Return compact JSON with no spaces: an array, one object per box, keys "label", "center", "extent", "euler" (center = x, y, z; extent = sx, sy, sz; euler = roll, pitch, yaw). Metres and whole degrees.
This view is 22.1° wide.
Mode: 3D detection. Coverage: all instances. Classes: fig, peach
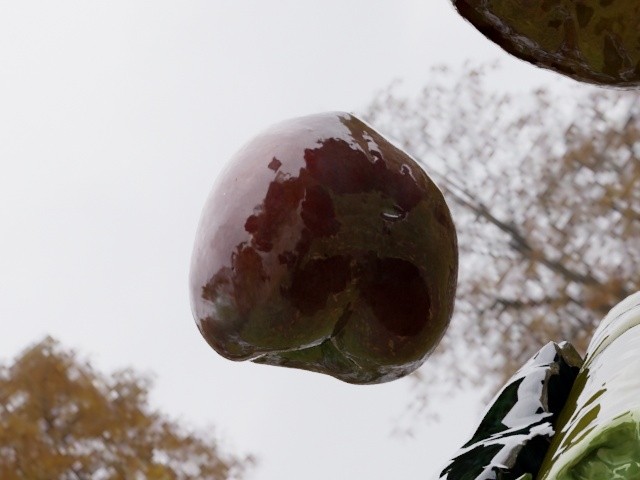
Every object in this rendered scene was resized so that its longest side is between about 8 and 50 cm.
[{"label":"fig","center":[0.115,-0.153,0.724],"extent":[0.149,0.202,0.148],"euler":[2,-62,-19]},{"label":"peach","center":[0.000,0.000,0.888],"extent":[0.152,0.152,0.152],"euler":[-20,-52,-27]}]

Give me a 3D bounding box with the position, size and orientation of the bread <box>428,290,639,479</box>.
[{"label":"bread","center":[0.167,0.139,0.625],"extent":[0.208,0.251,0.376],"euler":[-52,-6,12]}]
